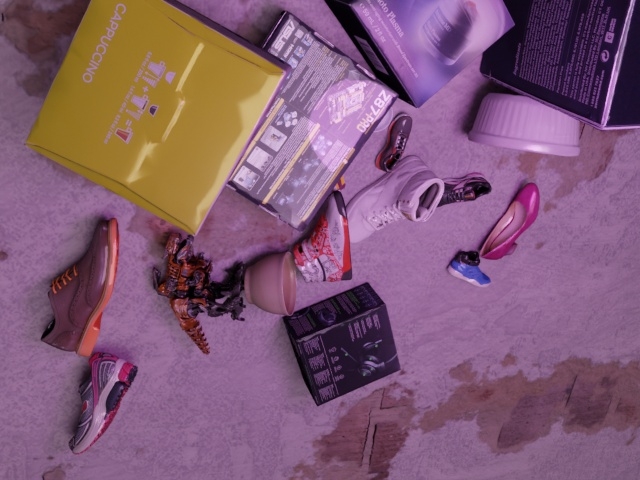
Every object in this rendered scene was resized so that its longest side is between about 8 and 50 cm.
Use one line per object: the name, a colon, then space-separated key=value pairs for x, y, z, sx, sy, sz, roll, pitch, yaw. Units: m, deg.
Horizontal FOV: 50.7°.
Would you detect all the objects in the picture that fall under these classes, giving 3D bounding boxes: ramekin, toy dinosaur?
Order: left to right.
toy dinosaur: x=-0.298 y=0.129 z=1.673 sx=0.218 sy=0.164 sz=0.322 roll=-4 pitch=136 yaw=-2
ramekin: x=0.513 y=-0.291 z=1.682 sx=0.273 sy=0.273 sz=0.127 roll=2 pitch=103 yaw=-22

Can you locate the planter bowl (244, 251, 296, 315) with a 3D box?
planter bowl: x=-0.129 y=0.111 z=1.707 sx=0.109 sy=0.162 sz=0.162 roll=-3 pitch=120 yaw=9

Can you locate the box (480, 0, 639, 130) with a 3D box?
box: x=0.707 y=-0.462 z=1.536 sx=0.480 sy=0.472 sz=0.297 roll=-6 pitch=116 yaw=-18

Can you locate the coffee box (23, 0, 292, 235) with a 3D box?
coffee box: x=-0.284 y=-0.264 z=1.282 sx=0.338 sy=0.334 sz=0.337 roll=29 pitch=103 yaw=-9

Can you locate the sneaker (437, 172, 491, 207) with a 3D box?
sneaker: x=0.377 y=-0.132 z=1.811 sx=0.178 sy=0.077 sz=0.072 roll=-23 pitch=120 yaw=-8

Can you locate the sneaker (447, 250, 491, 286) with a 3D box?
sneaker: x=0.450 y=0.078 z=1.957 sx=0.152 sy=0.058 sz=0.084 roll=21 pitch=115 yaw=-22

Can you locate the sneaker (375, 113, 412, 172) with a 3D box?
sneaker: x=0.197 y=-0.239 z=1.694 sx=0.061 sy=0.065 sz=0.158 roll=13 pitch=111 yaw=-26

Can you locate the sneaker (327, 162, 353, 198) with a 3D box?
sneaker: x=0.018 y=-0.128 z=1.680 sx=0.084 sy=0.069 sz=0.185 roll=17 pitch=109 yaw=-22

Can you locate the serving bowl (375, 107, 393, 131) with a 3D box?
serving bowl: x=0.134 y=-0.310 z=1.656 sx=0.083 sy=0.027 sz=0.083 roll=-9 pitch=119 yaw=-16

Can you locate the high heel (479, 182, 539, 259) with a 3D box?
high heel: x=0.530 y=-0.052 z=1.905 sx=0.117 sy=0.082 sz=0.244 roll=-7 pitch=132 yaw=-35

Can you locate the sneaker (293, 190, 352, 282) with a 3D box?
sneaker: x=0.000 y=0.001 z=1.698 sx=0.145 sy=0.090 sz=0.270 roll=-6 pitch=130 yaw=0

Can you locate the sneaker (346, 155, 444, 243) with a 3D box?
sneaker: x=0.178 y=-0.078 z=1.709 sx=0.292 sy=0.169 sz=0.108 roll=-45 pitch=124 yaw=7

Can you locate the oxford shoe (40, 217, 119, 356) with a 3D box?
oxford shoe: x=-0.550 y=0.107 z=1.551 sx=0.133 sy=0.130 sz=0.363 roll=15 pitch=109 yaw=-20

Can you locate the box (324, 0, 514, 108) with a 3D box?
box: x=0.219 y=-0.512 z=1.496 sx=0.294 sy=0.183 sz=0.296 roll=-41 pitch=123 yaw=1

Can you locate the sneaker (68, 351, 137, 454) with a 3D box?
sneaker: x=-0.570 y=0.411 z=1.717 sx=0.112 sy=0.121 sz=0.299 roll=29 pitch=106 yaw=0

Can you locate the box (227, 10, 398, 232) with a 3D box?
box: x=-0.063 y=-0.262 z=1.532 sx=0.318 sy=0.097 sz=0.395 roll=32 pitch=101 yaw=-17

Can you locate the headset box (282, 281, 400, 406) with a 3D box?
headset box: x=0.071 y=0.282 z=1.873 sx=0.283 sy=0.131 sz=0.246 roll=-22 pitch=121 yaw=-9
